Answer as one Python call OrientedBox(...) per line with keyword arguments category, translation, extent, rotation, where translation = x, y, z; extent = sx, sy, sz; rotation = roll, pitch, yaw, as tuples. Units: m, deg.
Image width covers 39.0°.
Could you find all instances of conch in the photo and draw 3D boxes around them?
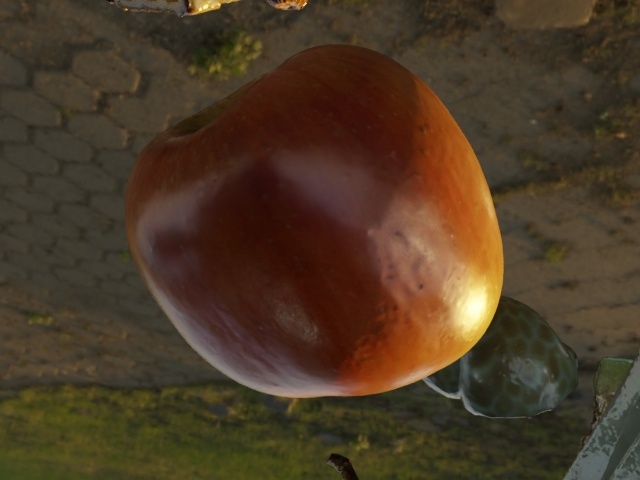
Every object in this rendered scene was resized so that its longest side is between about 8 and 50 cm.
OrientedBox(category="conch", translation=(0.157, 0.103, 0.858), extent=(0.173, 0.116, 0.106), rotation=(17, 148, 44))

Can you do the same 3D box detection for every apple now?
OrientedBox(category="apple", translation=(0.000, 0.000, 0.633), extent=(0.242, 0.242, 0.241), rotation=(-17, 109, 47))

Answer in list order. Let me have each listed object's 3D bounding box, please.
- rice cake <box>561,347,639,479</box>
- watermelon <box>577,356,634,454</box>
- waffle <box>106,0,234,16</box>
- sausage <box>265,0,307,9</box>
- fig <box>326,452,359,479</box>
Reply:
OrientedBox(category="rice cake", translation=(0.296, 0.183, 0.792), extent=(0.038, 0.211, 0.124), rotation=(4, -158, -45))
OrientedBox(category="watermelon", translation=(0.314, 0.240, 0.888), extent=(0.154, 0.241, 0.094), rotation=(27, 177, -34))
OrientedBox(category="waffle", translation=(-0.212, -0.433, 1.053), extent=(0.224, 0.098, 0.328), rotation=(17, 129, 42))
OrientedBox(category="sausage", translation=(-0.074, -0.535, 1.526), extent=(0.089, 0.300, 0.083), rotation=(-14, 174, 37))
OrientedBox(category="fig", translation=(0.075, 0.343, 0.917), extent=(0.149, 0.202, 0.148), rotation=(8, -171, -13))
